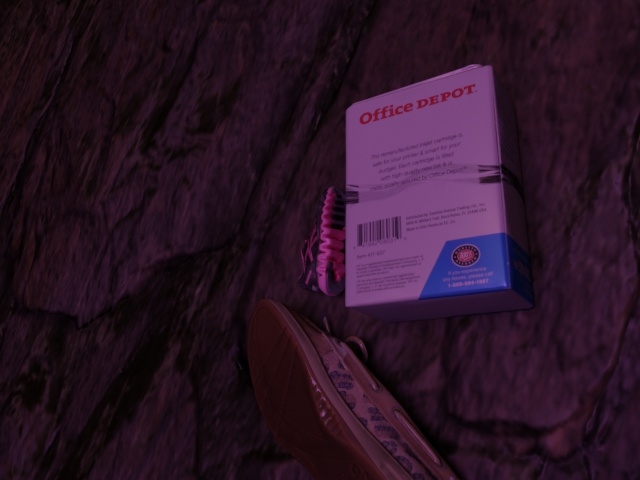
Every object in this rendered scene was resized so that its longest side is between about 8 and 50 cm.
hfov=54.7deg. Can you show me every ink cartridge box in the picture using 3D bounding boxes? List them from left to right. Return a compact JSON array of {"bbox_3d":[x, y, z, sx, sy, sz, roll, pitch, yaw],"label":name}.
[{"bbox_3d":[0.104,-0.037,0.566,0.148,0.086,0.203,-10,68,31],"label":"ink cartridge box"}]

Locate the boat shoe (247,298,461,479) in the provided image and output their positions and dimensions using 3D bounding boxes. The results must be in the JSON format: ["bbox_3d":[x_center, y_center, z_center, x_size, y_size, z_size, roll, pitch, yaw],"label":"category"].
[{"bbox_3d":[0.021,0.161,0.569,0.285,0.089,0.104,51,131,37],"label":"boat shoe"}]

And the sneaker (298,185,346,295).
[{"bbox_3d":[0.000,0.000,0.657,0.057,0.047,0.119,-8,68,44],"label":"sneaker"}]
